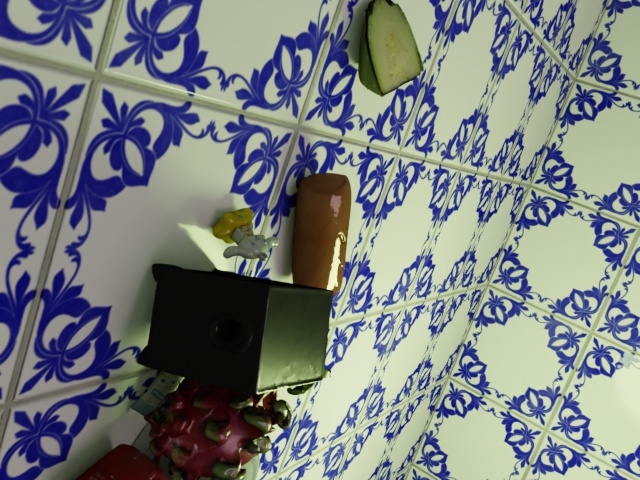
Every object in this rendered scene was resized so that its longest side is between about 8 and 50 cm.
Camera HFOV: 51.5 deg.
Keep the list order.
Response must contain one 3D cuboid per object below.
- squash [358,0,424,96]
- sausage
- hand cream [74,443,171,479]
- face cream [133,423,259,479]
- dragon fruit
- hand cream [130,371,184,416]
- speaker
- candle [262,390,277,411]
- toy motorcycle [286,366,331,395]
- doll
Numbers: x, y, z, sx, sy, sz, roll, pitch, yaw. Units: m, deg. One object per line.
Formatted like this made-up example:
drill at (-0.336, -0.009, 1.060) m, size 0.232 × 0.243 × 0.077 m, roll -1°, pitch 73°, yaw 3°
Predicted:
squash at (0.118, -0.402, 1.378) m, size 0.192 × 0.085 × 0.184 m, roll -37°, pitch 114°, yaw -45°
sausage at (0.000, 0.001, 1.443) m, size 0.121 × 0.121 × 0.304 m, roll -35°, pitch 140°, yaw -44°
hand cream at (-0.340, 0.486, 1.153) m, size 0.149 × 0.230 × 0.230 m, roll -39°, pitch 144°, yaw -42°
face cream at (-0.250, 0.454, 1.320) m, size 0.201 × 0.187 × 0.201 m, roll -41°, pitch 145°, yaw -37°
dragon fruit at (-0.176, 0.318, 1.186) m, size 0.198 × 0.218 × 0.273 m, roll 64°, pitch 28°, yaw -5°
hand cream at (-0.282, 0.258, 1.254) m, size 0.065 × 0.043 × 0.171 m, roll 40°, pitch 75°, yaw -22°
speaker at (-0.145, 0.148, 1.133) m, size 0.232 × 0.254 × 0.184 m, roll 12°, pitch 85°, yaw -62°
candle at (-0.126, 0.346, 1.613) m, size 0.048 × 0.053 × 0.162 m, roll -3°, pitch 120°, yaw -9°
toy motorcycle at (-0.077, 0.240, 1.499) m, size 0.342 × 0.142 × 0.206 m, roll 32°, pitch 46°, yaw -62°
doll at (-0.142, 0.001, 1.206) m, size 0.071 × 0.113 × 0.135 m, roll -56°, pitch 180°, yaw 31°
